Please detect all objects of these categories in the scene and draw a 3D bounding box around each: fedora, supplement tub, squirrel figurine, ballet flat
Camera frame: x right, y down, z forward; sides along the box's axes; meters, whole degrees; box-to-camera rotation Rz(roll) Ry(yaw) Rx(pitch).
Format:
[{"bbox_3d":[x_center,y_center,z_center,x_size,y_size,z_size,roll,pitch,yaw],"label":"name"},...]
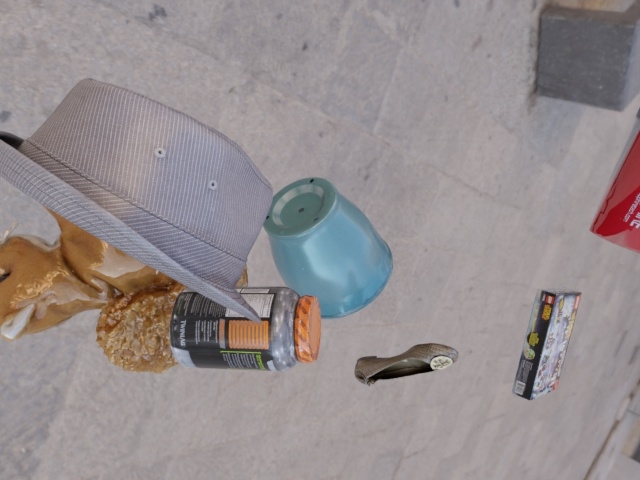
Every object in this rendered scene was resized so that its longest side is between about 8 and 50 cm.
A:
[{"bbox_3d":[-0.139,-0.050,0.511,0.275,0.244,0.124,34,86,-24],"label":"fedora"},{"bbox_3d":[-0.100,0.121,0.780,0.117,0.191,0.116,0,90,-80],"label":"supplement tub"},{"bbox_3d":[-0.344,0.066,0.954,0.370,0.281,0.397,-38,101,-17],"label":"squirrel figurine"},{"bbox_3d":[0.179,0.274,1.215,0.084,0.250,0.058,52,37,-30],"label":"ballet flat"}]

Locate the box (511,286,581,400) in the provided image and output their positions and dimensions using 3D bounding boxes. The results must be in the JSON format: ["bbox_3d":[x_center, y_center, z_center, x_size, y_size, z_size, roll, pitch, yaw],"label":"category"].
[{"bbox_3d":[0.289,0.129,0.716,0.094,0.027,0.136,3,101,-49],"label":"box"}]

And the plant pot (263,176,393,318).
[{"bbox_3d":[0.000,0.000,1.310,0.271,0.272,0.255,-49,134,-19],"label":"plant pot"}]

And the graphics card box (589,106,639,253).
[{"bbox_3d":[0.380,-0.186,0.528,0.370,0.094,0.233,-61,157,-10],"label":"graphics card box"}]
